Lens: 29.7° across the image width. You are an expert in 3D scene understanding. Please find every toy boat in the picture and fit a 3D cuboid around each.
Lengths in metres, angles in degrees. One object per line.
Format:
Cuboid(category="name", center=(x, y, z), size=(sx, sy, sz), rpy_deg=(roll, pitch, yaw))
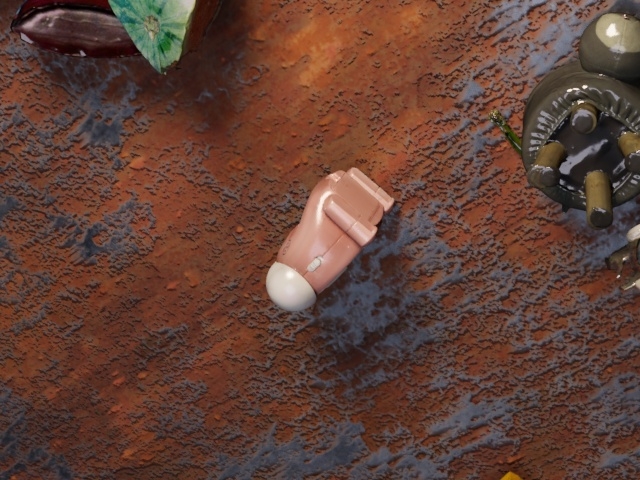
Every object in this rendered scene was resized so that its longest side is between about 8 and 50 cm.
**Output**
Cuboid(category="toy boat", center=(-0.270, -0.275, 1.451), size=(0.223, 0.097, 0.100), rpy_deg=(7, 129, 22))

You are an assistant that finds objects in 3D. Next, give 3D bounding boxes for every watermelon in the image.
Cuboid(category="watermelon", center=(-0.179, -0.323, 1.352), size=(0.146, 0.231, 0.128), rpy_deg=(21, 161, 5))

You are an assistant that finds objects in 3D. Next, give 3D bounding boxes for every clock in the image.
Cuboid(category="clock", center=(0.000, 0.000, 1.462), size=(0.092, 0.166, 0.162), rpy_deg=(39, 114, -2))

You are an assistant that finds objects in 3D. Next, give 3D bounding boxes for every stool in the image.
Cuboid(category="stool", center=(0.291, -0.126, 1.307), size=(0.153, 0.139, 0.228), rpy_deg=(-6, 116, 16))

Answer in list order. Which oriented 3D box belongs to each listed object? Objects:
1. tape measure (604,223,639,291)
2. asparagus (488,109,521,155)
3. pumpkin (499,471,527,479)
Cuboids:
Cuboid(category="tape measure", center=(0.489, 0.065, 1.314), size=(0.265, 0.130, 0.258), rpy_deg=(-27, 120, 25))
Cuboid(category="asparagus", center=(0.240, -0.105, 1.408), size=(0.127, 0.015, 0.018), rpy_deg=(45, 112, -7))
Cuboid(category="pumpkin", center=(0.258, 0.349, 1.612), size=(0.083, 0.054, 0.074), rpy_deg=(30, 128, -23))
